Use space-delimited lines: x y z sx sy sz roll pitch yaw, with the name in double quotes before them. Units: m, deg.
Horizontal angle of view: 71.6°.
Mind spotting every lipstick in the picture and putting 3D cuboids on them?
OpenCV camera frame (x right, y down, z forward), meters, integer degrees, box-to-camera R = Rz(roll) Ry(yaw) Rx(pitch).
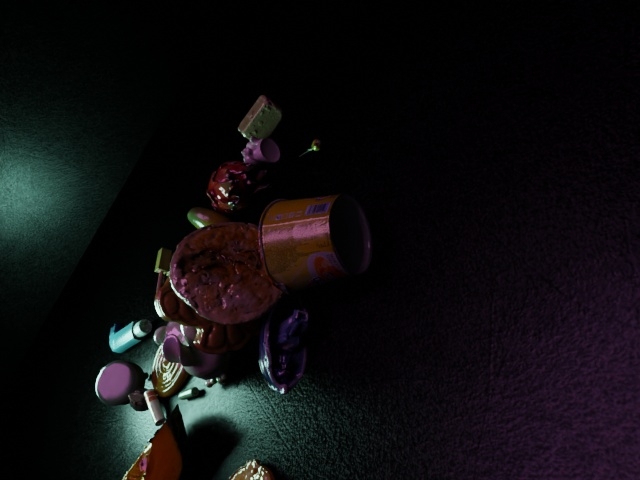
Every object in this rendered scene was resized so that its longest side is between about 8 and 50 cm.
"lipstick" -0.569 0.572 1.522 0.038 0.038 0.131 -53 50 9

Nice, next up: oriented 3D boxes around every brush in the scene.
"brush" -0.637 0.152 1.838 0.047 0.103 0.233 -29 48 37

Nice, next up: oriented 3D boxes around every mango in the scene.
"mango" -0.410 -0.066 1.664 0.195 0.130 0.091 23 74 14

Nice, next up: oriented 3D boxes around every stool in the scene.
"stool" -0.711 0.544 1.628 0.153 0.139 0.228 -33 71 -8

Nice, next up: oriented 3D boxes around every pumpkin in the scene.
"pumpkin" -0.470 0.655 1.343 0.312 0.148 0.169 -51 -2 5

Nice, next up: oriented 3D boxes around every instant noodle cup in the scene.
"instant noodle cup" 0.000 0.000 1.127 0.200 0.264 0.264 -12 58 33

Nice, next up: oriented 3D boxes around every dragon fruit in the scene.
"dragon fruit" -0.305 -0.200 1.626 0.274 0.192 0.193 -36 65 29

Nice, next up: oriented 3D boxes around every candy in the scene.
"candy" -0.038 -0.314 1.535 0.123 0.035 0.035 -18 51 50

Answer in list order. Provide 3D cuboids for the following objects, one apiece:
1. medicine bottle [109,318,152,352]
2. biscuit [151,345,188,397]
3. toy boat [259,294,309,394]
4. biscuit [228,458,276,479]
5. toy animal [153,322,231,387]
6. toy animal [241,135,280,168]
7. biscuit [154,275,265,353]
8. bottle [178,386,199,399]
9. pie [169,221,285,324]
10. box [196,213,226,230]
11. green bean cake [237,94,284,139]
"medicine bottle" -0.811 0.394 1.892 0.258 0.079 0.124 -29 47 33
"biscuit" -0.534 0.431 1.598 0.262 0.037 0.261 -27 48 35
"toy boat" -0.085 0.245 1.139 0.142 0.129 0.309 -44 32 42
"biscuit" -0.171 0.661 1.049 0.203 0.041 0.259 -23 52 34
"toy animal" -0.372 0.311 1.340 0.182 0.247 0.310 -55 24 -13
"toy animal" -0.269 -0.325 1.720 0.221 0.131 0.103 -14 71 46
"biscuit" -0.277 0.155 1.256 0.057 0.311 0.351 -25 6 46
"bottle" -0.429 0.498 1.442 0.083 0.030 0.030 -28 48 35
"pie" -0.230 0.069 1.176 0.077 0.340 0.338 109 159 -48
"box" -0.460 -0.004 1.787 0.213 0.042 0.201 -18 56 40
"green bean cake" -0.238 -0.483 1.795 0.179 0.109 0.085 -49 39 13
